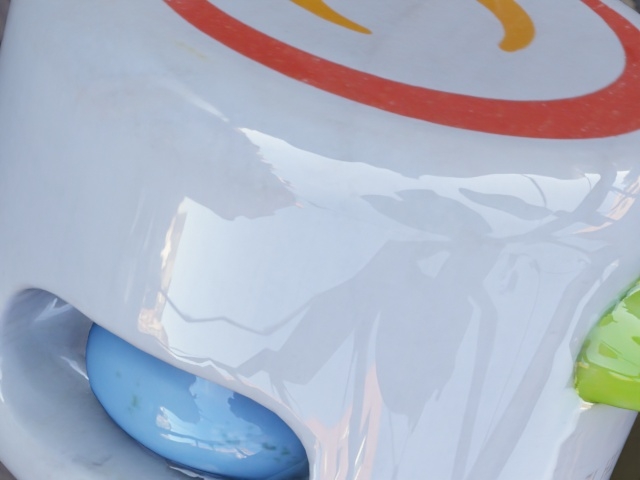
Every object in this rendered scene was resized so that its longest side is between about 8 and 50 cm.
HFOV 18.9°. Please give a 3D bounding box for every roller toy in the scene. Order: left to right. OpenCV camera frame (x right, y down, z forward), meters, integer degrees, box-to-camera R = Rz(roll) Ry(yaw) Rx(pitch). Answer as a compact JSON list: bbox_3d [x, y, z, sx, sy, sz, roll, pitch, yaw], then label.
[{"bbox_3d":[0.000,0.000,0.521,0.191,0.209,0.146,6,119,-21],"label":"roller toy"}]

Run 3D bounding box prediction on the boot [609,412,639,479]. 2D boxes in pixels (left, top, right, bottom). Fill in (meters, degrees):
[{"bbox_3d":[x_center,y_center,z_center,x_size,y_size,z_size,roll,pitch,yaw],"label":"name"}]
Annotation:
[{"bbox_3d":[0.186,0.147,0.813,0.262,0.095,0.203,-26,128,-7],"label":"boot"}]
